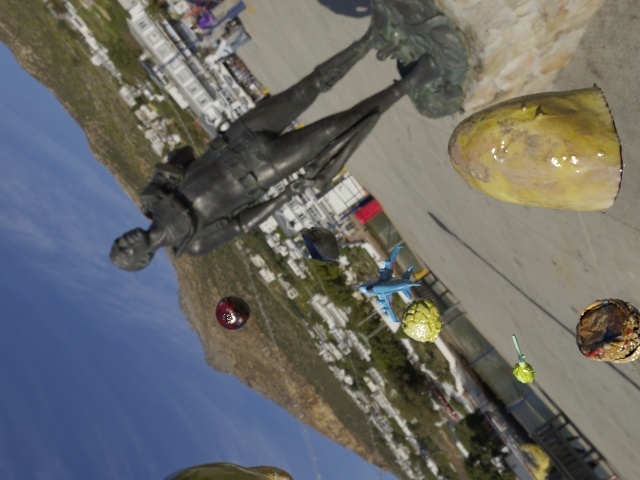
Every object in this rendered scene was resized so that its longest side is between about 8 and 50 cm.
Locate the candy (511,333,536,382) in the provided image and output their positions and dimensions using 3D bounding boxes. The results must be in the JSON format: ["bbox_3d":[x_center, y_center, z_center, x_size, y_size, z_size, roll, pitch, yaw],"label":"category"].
[{"bbox_3d":[0.561,0.330,1.305,0.062,0.058,0.193,7,136,44],"label":"candy"}]

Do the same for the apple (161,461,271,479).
[{"bbox_3d":[-0.266,0.626,0.929,0.320,0.360,0.311,18,-142,-18],"label":"apple"}]

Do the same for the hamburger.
[{"bbox_3d":[0.984,0.309,1.587,0.107,0.230,0.231,17,-167,-12],"label":"hamburger"}]

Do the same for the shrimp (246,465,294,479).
[{"bbox_3d":[-0.229,0.729,1.342,0.077,0.317,0.168,-114,26,-69],"label":"shrimp"}]

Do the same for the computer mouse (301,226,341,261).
[{"bbox_3d":[0.000,0.000,1.415,0.172,0.099,0.057,52,153,43],"label":"computer mouse"}]

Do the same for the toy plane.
[{"bbox_3d":[0.216,0.144,1.505,0.271,0.254,0.105,0,-177,-38],"label":"toy plane"}]

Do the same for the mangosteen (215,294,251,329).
[{"bbox_3d":[-0.195,0.162,1.052,0.081,0.081,0.081,54,-177,-5],"label":"mangosteen"}]

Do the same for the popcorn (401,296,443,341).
[{"bbox_3d":[0.264,0.205,1.188,0.106,0.120,0.116,39,-148,29],"label":"popcorn"}]

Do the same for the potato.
[{"bbox_3d":[0.368,-0.159,0.840,0.229,0.266,0.229,-2,-90,-70],"label":"potato"}]
